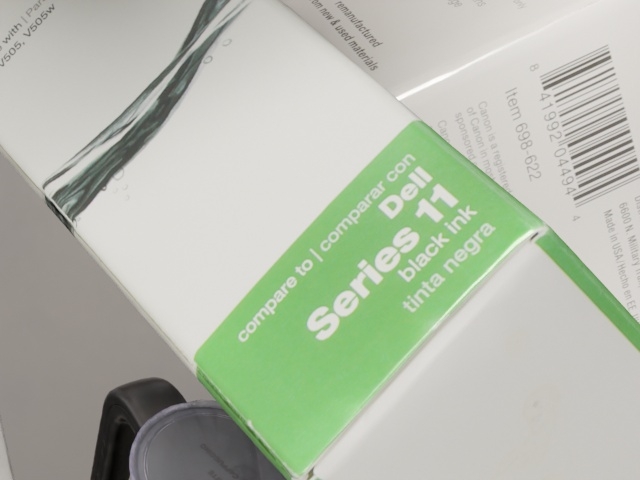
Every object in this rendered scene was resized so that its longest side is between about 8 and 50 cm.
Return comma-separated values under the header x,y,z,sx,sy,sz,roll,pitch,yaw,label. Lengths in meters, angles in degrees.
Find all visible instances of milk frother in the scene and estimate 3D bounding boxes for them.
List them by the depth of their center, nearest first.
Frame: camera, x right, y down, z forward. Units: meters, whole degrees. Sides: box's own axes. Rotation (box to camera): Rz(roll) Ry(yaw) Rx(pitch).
x,y,z,sx,sy,sz,roll,pitch,yaw,label
-0.098,0.151,0.876,0.129,0.135,0.143,39,47,20,milk frother

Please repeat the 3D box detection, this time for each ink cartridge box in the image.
x,y,z,sx,sy,sz,roll,pitch,yaw,label
0.000,0.000,0.526,0.208,0.087,0.153,44,3,39,ink cartridge box
0.201,-0.069,1.038,0.384,0.279,0.160,-24,34,-7,ink cartridge box

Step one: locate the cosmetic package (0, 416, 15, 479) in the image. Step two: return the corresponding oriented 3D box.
x,y,z,sx,sy,sz,roll,pitch,yaw,label
-0.294,0.119,0.626,0.161,0.230,0.453,5,29,20,cosmetic package
